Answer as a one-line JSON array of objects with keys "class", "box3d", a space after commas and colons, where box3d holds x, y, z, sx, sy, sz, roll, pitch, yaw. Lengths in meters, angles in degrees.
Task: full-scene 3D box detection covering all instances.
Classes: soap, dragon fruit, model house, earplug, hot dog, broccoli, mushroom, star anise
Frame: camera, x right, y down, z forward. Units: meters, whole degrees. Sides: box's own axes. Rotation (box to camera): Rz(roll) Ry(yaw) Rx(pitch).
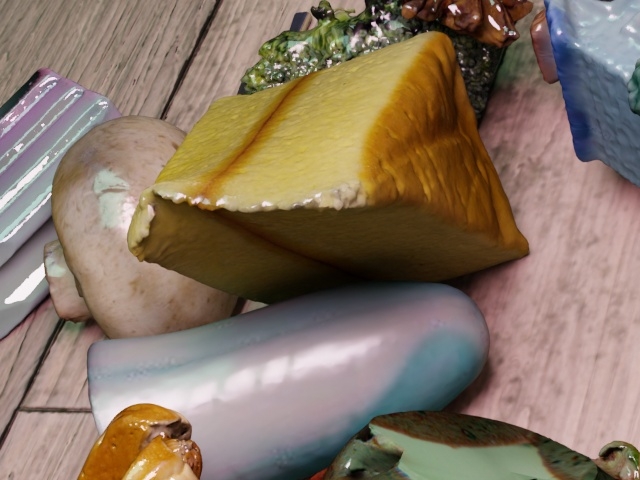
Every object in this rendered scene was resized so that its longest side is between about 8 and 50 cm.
[{"class": "soap", "box3d": [-0.333, -0.024, 1.838, 0.324, 0.109, 0.193, -46, 42, -17]}, {"class": "dragon fruit", "box3d": [0.104, 0.210, 1.258, 0.268, 0.130, 0.295, -6, 19, -28]}, {"class": "model house", "box3d": [0.313, -0.194, 1.461, 0.295, 0.252, 0.329, -41, 46, -10]}, {"class": "earplug", "box3d": [-0.014, 0.120, 1.462, 0.324, 0.185, 0.185, -20, 41, 4]}, {"class": "hot dog", "box3d": [-0.171, 0.282, 1.352, 0.337, 0.100, 0.135, -64, 25, 22]}, {"class": "broccoli", "box3d": [0.055, -0.156, 1.657, 0.176, 0.198, 0.226, 29, 75, 34]}, {"class": "mushroom", "box3d": [-0.190, -0.016, 1.679, 0.195, 0.189, 0.254, -20, 39, 11]}, {"class": "star anise", "box3d": [0.090, -0.234, 1.532, 0.177, 0.234, 0.073, 47, 112, 29]}]

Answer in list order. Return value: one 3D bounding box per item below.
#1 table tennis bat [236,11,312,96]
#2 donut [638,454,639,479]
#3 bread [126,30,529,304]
[{"class": "table tennis bat", "box3d": [-0.040, -0.188, 1.886, 0.095, 0.014, 0.158, -4, 50, 31]}, {"class": "donut", "box3d": [0.306, 0.159, 1.231, 0.166, 0.073, 0.184, 36, 51, 16]}, {"class": "bread", "box3d": [0.000, 0.000, 1.399, 0.233, 0.245, 0.362, -15, 18, 21]}]
